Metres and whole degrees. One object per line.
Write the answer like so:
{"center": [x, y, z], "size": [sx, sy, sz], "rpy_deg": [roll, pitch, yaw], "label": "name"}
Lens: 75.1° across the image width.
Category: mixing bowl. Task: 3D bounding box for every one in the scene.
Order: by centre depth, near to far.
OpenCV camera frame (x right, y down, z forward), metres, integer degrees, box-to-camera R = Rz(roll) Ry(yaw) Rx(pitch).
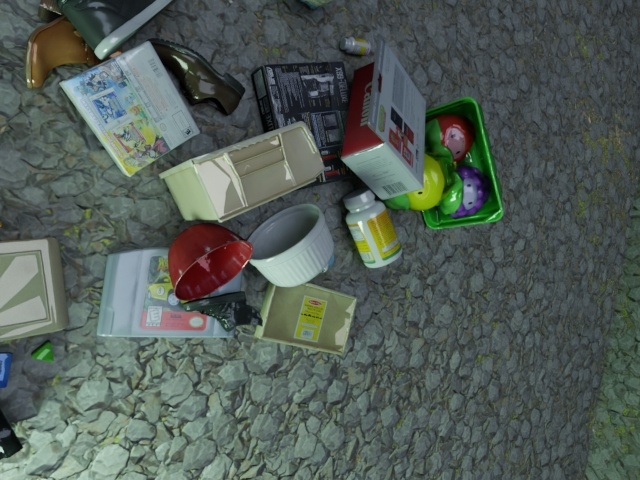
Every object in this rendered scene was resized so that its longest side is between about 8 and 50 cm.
{"center": [-0.242, 0.030, 0.857], "size": [0.181, 0.181, 0.098], "rpy_deg": [-32, 69, -27], "label": "mixing bowl"}

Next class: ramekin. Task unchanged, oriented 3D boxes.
{"center": [-0.066, 0.016, 0.990], "size": [0.207, 0.207, 0.109], "rpy_deg": [-46, 122, -23], "label": "ramekin"}

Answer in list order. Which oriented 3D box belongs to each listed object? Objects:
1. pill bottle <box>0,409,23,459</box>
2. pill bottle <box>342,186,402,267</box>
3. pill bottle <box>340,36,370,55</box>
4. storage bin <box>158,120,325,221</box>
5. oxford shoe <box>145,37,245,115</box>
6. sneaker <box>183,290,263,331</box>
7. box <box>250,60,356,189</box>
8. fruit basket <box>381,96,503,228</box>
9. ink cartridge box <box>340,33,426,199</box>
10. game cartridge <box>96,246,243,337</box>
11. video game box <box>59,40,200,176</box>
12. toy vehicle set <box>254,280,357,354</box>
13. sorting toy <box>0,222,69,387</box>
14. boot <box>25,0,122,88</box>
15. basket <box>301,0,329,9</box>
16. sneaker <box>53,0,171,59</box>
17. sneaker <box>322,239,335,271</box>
{"center": [-0.630, 0.377, 0.679], "size": [0.219, 0.123, 0.123], "rpy_deg": [-31, 107, -41], "label": "pill bottle"}
{"center": [0.140, -0.039, 1.163], "size": [0.117, 0.117, 0.208], "rpy_deg": [-33, 107, -27], "label": "pill bottle"}
{"center": [0.097, -0.548, 1.171], "size": [0.083, 0.043, 0.043], "rpy_deg": [-5, 93, -32], "label": "pill bottle"}
{"center": [-0.168, -0.141, 0.885], "size": [0.260, 0.262, 0.123], "rpy_deg": [-28, 106, -28], "label": "storage bin"}
{"center": [-0.281, -0.356, 0.919], "size": [0.227, 0.083, 0.096], "rpy_deg": [27, 81, -28], "label": "oxford shoe"}
{"center": [-0.214, 0.164, 0.925], "size": [0.170, 0.051, 0.089], "rpy_deg": [-8, 90, -35], "label": "sneaker"}
{"center": [-0.024, -0.297, 1.081], "size": [0.242, 0.076, 0.307], "rpy_deg": [-18, 100, -30], "label": "box"}
{"center": [0.353, -0.202, 1.226], "size": [0.392, 0.283, 0.392], "rpy_deg": [10, 76, -47], "label": "fruit basket"}
{"center": [0.156, -0.313, 1.076], "size": [0.272, 0.130, 0.309], "rpy_deg": [37, 52, -42], "label": "ink cartridge box"}
{"center": [-0.318, 0.114, 0.921], "size": [0.294, 0.060, 0.196], "rpy_deg": [8, 82, -32], "label": "game cartridge"}
{"center": [-0.379, -0.267, 0.853], "size": [0.187, 0.048, 0.205], "rpy_deg": [-42, 126, -27], "label": "video game box"}
{"center": [-0.031, 0.200, 1.107], "size": [0.267, 0.035, 0.166], "rpy_deg": [21, 80, -30], "label": "toy vehicle set"}
{"center": [-0.583, 0.090, 0.760], "size": [0.196, 0.047, 0.347], "rpy_deg": [-7, 95, -36], "label": "sorting toy"}
{"center": [-0.472, -0.364, 0.808], "size": [0.152, 0.073, 0.197], "rpy_deg": [16, 85, -35], "label": "boot"}
{"center": [0.002, -0.698, 0.965], "size": [0.255, 0.289, 0.201], "rpy_deg": [21, 85, -33], "label": "basket"}
{"center": [-0.384, -0.493, 0.806], "size": [0.147, 0.104, 0.295], "rpy_deg": [48, 50, -29], "label": "sneaker"}
{"center": [0.000, 0.000, 1.121], "size": [0.073, 0.063, 0.162], "rpy_deg": [-25, 109, -47], "label": "sneaker"}
